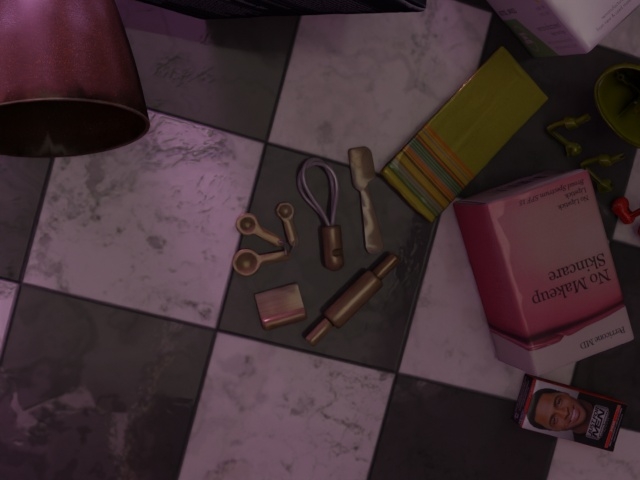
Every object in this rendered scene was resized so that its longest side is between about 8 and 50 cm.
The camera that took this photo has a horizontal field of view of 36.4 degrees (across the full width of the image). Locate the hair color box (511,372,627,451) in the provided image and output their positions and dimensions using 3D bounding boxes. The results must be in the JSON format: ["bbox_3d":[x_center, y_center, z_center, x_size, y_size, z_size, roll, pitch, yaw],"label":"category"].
[{"bbox_3d":[0.341,0.236,1.336,0.141,0.043,0.072,16,92,-11],"label":"hair color box"}]

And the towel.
[{"bbox_3d":[0.191,-0.140,1.294,0.237,0.021,0.102,-46,106,-6],"label":"towel"}]

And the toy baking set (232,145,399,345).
[{"bbox_3d":[0.003,0.006,1.259,0.256,0.030,0.197,-40,100,-6],"label":"toy baking set"}]

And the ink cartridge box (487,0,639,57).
[{"bbox_3d":[0.220,-0.392,1.182,0.119,0.207,0.353,-42,100,2],"label":"ink cartridge box"}]

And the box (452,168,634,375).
[{"bbox_3d":[0.288,0.037,1.268,0.148,0.127,0.232,-19,97,-11],"label":"box"}]

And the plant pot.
[{"bbox_3d":[-0.312,-0.233,1.108,0.215,0.215,0.230,-5,80,-11],"label":"plant pot"}]

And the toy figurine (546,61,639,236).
[{"bbox_3d":[0.514,-0.124,1.325,0.362,0.191,0.217,45,55,-4],"label":"toy figurine"}]

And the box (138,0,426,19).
[{"bbox_3d":[-0.046,-0.428,1.065,0.312,0.179,0.343,6,94,31],"label":"box"}]
